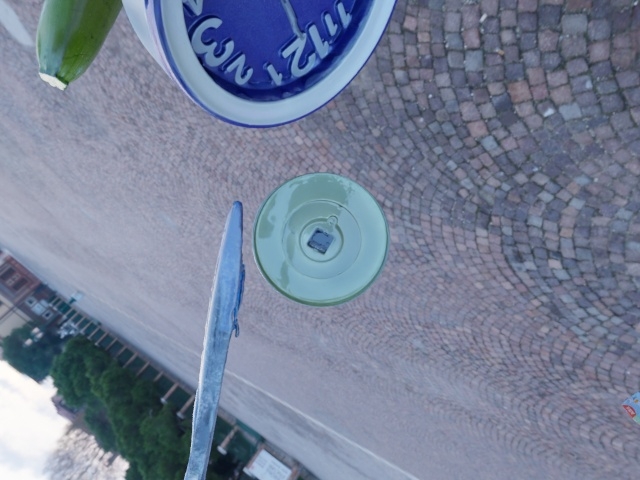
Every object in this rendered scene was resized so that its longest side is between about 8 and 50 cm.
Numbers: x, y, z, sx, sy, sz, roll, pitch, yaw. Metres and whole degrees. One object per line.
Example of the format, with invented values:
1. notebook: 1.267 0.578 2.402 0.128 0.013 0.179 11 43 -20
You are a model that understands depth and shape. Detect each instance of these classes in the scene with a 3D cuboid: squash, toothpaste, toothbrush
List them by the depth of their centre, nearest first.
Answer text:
1. toothbrush: -0.097 0.173 0.360 0.042 0.414 0.035 9 -178 -16
2. squash: -0.239 -0.237 0.448 0.066 0.201 0.066 4 157 2
3. toothpaste: 0.655 0.369 0.810 0.193 0.044 0.070 41 -165 2

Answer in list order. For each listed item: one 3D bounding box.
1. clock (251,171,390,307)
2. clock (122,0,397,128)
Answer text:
1. clock: 0.000 0.000 0.756 0.235 0.235 0.029 41 -174 -5
2. clock: -0.038 -0.208 0.353 0.083 0.230 0.230 45 159 27
